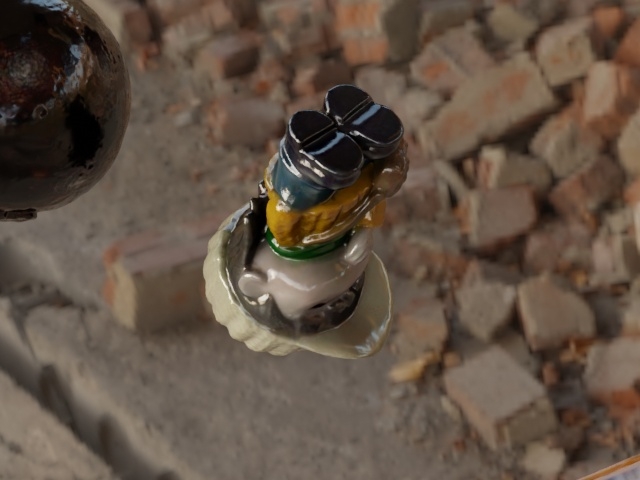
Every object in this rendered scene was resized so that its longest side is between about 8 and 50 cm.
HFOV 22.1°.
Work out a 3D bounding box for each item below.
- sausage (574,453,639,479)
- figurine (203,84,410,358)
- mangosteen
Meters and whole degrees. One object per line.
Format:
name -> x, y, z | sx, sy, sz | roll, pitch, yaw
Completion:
sausage -> 0.183, 0.226, 0.854 | 0.287, 0.233, 0.233 | -26, 35, 9
figurine -> -0.021, -0.021, 1.688 | 0.204, 0.332, 0.185 | 31, 50, 30
mangosteen -> -0.350, -0.170, 1.743 | 0.297, 0.297, 0.313 | -14, 65, 0
